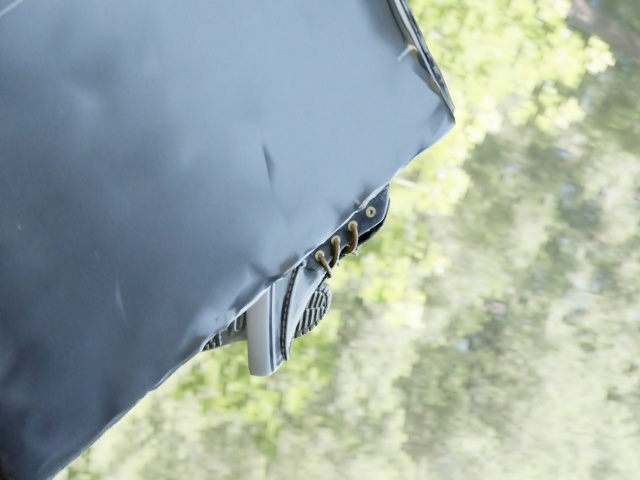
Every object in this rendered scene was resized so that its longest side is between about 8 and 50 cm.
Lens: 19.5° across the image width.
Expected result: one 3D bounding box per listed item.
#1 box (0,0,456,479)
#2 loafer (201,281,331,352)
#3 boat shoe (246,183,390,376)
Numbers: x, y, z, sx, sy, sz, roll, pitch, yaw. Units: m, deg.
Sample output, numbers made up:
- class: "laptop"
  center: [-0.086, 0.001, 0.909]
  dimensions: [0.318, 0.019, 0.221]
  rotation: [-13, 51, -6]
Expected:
- class: "box"
  center: [-0.267, -0.177, 0.857]
  dimensions: [0.297, 0.471, 0.480]
  rotation: [-43, -152, -29]
- class: "loafer"
  center: [-0.058, 0.047, 1.408]
  dimensions: [0.050, 0.148, 0.056]
  rotation: [42, -52, 43]
- class: "boat shoe"
  center: [0.000, 0.000, 1.187]
  dimensions: [0.083, 0.065, 0.183]
  rotation: [6, -107, 2]
